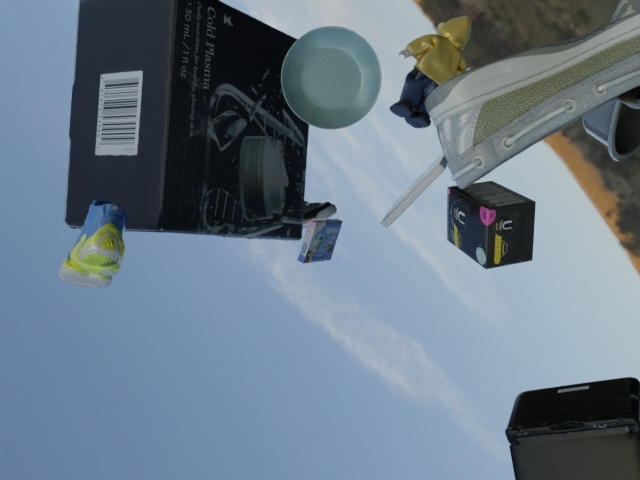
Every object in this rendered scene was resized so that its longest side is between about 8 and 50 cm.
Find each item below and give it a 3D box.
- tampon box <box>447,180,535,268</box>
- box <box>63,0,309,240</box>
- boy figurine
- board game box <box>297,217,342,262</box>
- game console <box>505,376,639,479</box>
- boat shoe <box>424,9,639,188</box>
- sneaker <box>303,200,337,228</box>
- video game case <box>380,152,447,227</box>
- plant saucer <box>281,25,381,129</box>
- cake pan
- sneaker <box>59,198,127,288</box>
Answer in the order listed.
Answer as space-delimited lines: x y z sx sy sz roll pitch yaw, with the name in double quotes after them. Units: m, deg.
0.323 -0.034 1.326 0.161 0.101 0.120 -131 34 -65 "tampon box"
-0.270 -0.247 1.535 0.472 0.297 0.480 3 -89 -59 "box"
0.267 -0.416 1.641 0.177 0.285 0.092 28 172 -17 "boy figurine"
0.000 0.000 1.408 0.020 0.090 0.090 28 -160 34 "board game box"
0.246 0.192 0.655 0.107 0.122 0.071 -43 -67 -57 "game console"
0.264 -0.142 0.658 0.118 0.320 0.103 98 156 -87 "boat shoe"
-0.090 -0.106 1.892 0.101 0.268 0.153 -33 -71 -56 "sneaker"
0.234 -0.126 1.669 0.023 0.201 0.183 44 -157 -1 "video game case"
0.021 -0.315 1.347 0.195 0.195 0.037 49 -170 -7 "plant saucer"
0.430 -0.248 0.896 0.054 0.293 0.293 32 -165 31 "cake pan"
-0.387 0.005 1.215 0.091 0.240 0.126 21 -116 -29 "sneaker"
